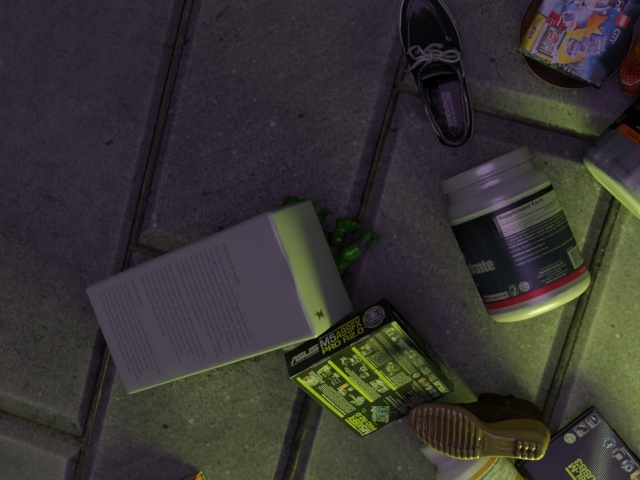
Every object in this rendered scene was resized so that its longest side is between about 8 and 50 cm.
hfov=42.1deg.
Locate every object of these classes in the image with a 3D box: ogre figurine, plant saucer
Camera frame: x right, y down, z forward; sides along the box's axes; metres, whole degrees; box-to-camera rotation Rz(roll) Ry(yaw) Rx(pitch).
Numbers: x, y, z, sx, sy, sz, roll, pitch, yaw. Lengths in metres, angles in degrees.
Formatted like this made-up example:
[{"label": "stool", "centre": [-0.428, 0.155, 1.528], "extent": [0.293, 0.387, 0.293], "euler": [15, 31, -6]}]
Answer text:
[{"label": "ogre figurine", "centre": [0.000, 0.000, 1.591], "extent": [0.197, 0.097, 0.118], "euler": [26, 82, -7]}, {"label": "plant saucer", "centre": [0.455, -0.369, 1.485], "extent": [0.198, 0.036, 0.198], "euler": [1, 95, 12]}]

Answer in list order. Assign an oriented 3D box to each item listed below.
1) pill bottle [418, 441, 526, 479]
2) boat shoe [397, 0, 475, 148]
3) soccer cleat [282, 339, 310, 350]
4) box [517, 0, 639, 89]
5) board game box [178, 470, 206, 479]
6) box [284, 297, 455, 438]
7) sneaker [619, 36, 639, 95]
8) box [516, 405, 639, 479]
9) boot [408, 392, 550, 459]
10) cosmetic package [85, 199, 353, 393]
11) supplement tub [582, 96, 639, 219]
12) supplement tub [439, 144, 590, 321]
[{"label": "pill bottle", "centre": [0.299, 0.452, 1.546], "extent": [0.136, 0.136, 0.245], "euler": [-40, 87, 12]}, {"label": "boat shoe", "centre": [0.207, -0.316, 1.506], "extent": [0.113, 0.105, 0.306], "euler": [-10, 94, 12]}, {"label": "soccer cleat", "centre": [-0.068, 0.125, 1.628], "extent": [0.076, 0.068, 0.196], "euler": [-15, 95, 16]}, {"label": "box", "centre": [0.467, -0.402, 1.438], "extent": [0.159, 0.044, 0.233], "euler": [28, 100, 8]}, {"label": "board game box", "centre": [-0.274, 0.597, 1.725], "extent": [0.147, 0.045, 0.193], "euler": [-26, 90, 13]}, {"label": "box", "centre": [0.095, 0.242, 1.523], "extent": [0.216, 0.060, 0.270], "euler": [-30, 133, 14]}, {"label": "sneaker", "centre": [0.580, -0.333, 1.457], "extent": [0.064, 0.067, 0.175], "euler": [40, 87, 25]}, {"label": "box", "centre": [0.494, 0.436, 1.536], "extent": [0.184, 0.045, 0.190], "euler": [-40, 75, 10]}, {"label": "boot", "centre": [0.284, 0.323, 1.500], "extent": [0.248, 0.207, 0.090], "euler": [13, 100, 7]}, {"label": "cosmetic package", "centre": [-0.195, 0.110, 1.546], "extent": [0.453, 0.161, 0.230], "euler": [-20, 91, 29]}, {"label": "supplement tub", "centre": [0.616, -0.186, 1.390], "extent": [0.193, 0.193, 0.316], "euler": [45, 101, 4]}, {"label": "supplement tub", "centre": [0.339, -0.011, 1.465], "extent": [0.191, 0.191, 0.272], "euler": [-23, 90, 13]}]
